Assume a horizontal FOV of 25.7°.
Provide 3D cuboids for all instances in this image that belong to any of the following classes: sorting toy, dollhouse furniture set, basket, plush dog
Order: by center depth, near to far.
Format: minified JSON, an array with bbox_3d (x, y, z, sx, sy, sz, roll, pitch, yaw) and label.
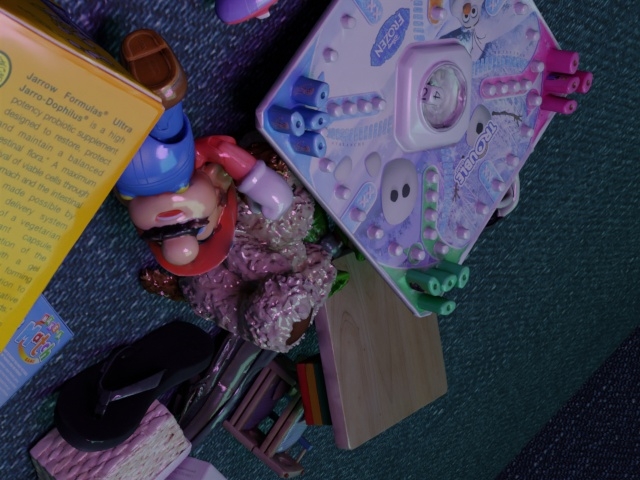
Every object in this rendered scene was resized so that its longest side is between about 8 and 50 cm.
[{"bbox_3d":[-0.078,-0.019,1.597,0.262,0.210,0.225,-45,152,-79],"label":"plush dog"},{"bbox_3d":[-0.255,0.253,1.697,0.167,0.113,0.103,-42,151,-22],"label":"basket"},{"bbox_3d":[0.059,0.130,1.980,0.255,0.089,0.257,-21,105,-51],"label":"sorting toy"},{"bbox_3d":[-0.024,0.260,2.100,0.129,0.129,0.184,-57,156,12],"label":"dollhouse furniture set"}]

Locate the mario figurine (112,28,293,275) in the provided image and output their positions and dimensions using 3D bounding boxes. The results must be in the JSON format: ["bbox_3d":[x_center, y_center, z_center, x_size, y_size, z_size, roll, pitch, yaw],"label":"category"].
[{"bbox_3d":[-0.152,-0.054,1.353,0.170,0.198,0.320,-58,155,-18],"label":"mario figurine"}]

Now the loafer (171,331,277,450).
[{"bbox_3d":[-0.134,0.171,1.866,0.267,0.084,0.096,-49,-172,4],"label":"loafer"}]

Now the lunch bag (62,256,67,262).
[{"bbox_3d":[-0.299,-0.029,1.244,0.129,0.096,0.151,-29,135,-37],"label":"lunch bag"}]

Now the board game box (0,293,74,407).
[{"bbox_3d":[-0.358,0.132,1.424,0.211,0.039,0.160,-45,156,-14],"label":"board game box"}]

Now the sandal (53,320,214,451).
[{"bbox_3d":[-0.221,0.157,1.654,0.254,0.097,0.054,-41,158,-48],"label":"sandal"}]

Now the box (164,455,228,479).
[{"bbox_3d":[-0.226,0.461,1.775,0.215,0.168,0.345,54,54,-46],"label":"box"}]

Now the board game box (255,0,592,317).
[{"bbox_3d":[0.141,-0.163,1.610,0.390,0.050,0.390,-57,133,-17],"label":"board game box"}]

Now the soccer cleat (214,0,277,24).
[{"bbox_3d":[-0.026,-0.317,1.358,0.248,0.083,0.095,-46,127,-1],"label":"soccer cleat"}]

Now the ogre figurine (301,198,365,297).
[{"bbox_3d":[0.000,0.000,1.787,0.197,0.118,0.097,-56,153,7],"label":"ogre figurine"}]

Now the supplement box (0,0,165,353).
[{"bbox_3d":[-0.316,-0.030,1.010,0.195,0.194,0.356,28,100,-45],"label":"supplement box"}]

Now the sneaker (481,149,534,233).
[{"bbox_3d":[0.204,-0.047,2.085,0.126,0.127,0.321,-24,146,-49],"label":"sneaker"}]
